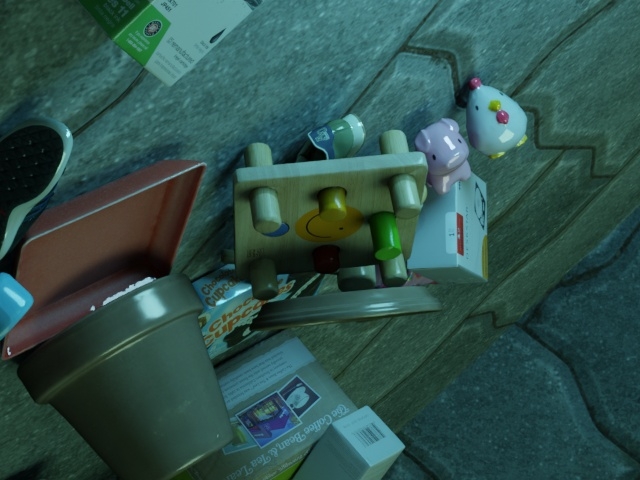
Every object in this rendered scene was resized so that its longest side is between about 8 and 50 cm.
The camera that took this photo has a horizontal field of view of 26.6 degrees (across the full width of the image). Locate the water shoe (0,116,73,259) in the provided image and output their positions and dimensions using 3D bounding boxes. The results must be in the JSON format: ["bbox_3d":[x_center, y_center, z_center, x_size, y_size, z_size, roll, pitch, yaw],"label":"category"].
[{"bbox_3d":[-0.311,-0.063,1.412,0.203,0.073,0.080,-48,-178,32],"label":"water shoe"}]

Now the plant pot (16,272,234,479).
[{"bbox_3d":[-0.234,0.204,1.795,0.263,0.229,0.263,-30,175,-3],"label":"plant pot"}]

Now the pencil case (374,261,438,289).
[{"bbox_3d":[0.175,0.029,2.452,0.124,0.124,0.284,-50,159,25],"label":"pencil case"}]

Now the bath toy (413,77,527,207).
[{"bbox_3d":[0.166,-0.128,2.083,0.348,0.129,0.151,-34,-156,-12],"label":"bath toy"}]

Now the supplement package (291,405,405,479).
[{"bbox_3d":[0.044,0.391,2.351,0.105,0.105,0.179,-19,148,-49],"label":"supplement package"}]

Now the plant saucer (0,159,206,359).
[{"bbox_3d":[-0.277,0.013,1.651,0.259,0.047,0.258,-27,157,-33],"label":"plant saucer"}]

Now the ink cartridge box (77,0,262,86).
[{"bbox_3d":[-0.117,-0.262,1.278,0.208,0.087,0.153,-43,162,4],"label":"ink cartridge box"}]

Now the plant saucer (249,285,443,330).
[{"bbox_3d":[0.035,0.097,1.931,0.278,0.041,0.278,-7,175,-1],"label":"plant saucer"}]

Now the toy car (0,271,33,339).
[{"bbox_3d":[-0.391,0.020,1.299,0.210,0.219,0.238,-45,-171,14],"label":"toy car"}]

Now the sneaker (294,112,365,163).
[{"bbox_3d":[-0.006,-0.101,1.902,0.086,0.064,0.192,-20,153,-30],"label":"sneaker"}]

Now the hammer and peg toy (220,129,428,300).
[{"bbox_3d":[0.000,0.000,1.873,0.266,0.127,0.361,-5,150,-7],"label":"hammer and peg toy"}]

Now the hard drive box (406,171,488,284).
[{"bbox_3d":[0.214,-0.027,2.281,0.089,0.181,0.232,-3,172,19],"label":"hard drive box"}]

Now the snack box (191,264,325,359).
[{"bbox_3d":[-0.124,0.095,2.106,0.322,0.060,0.187,-28,157,-32],"label":"snack box"}]

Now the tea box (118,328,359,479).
[{"bbox_3d":[-0.152,0.380,2.447,0.329,0.220,0.323,-27,158,-36],"label":"tea box"}]
